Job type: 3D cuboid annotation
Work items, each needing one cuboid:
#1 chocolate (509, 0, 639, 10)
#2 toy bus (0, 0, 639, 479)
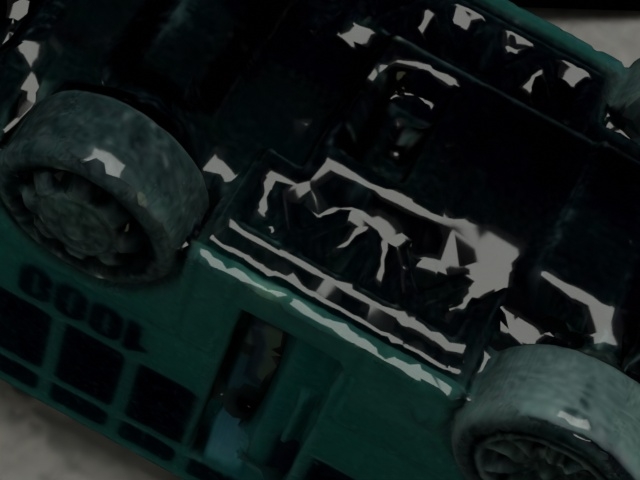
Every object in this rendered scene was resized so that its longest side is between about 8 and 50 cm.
[{"bbox_3d":[0.048,-0.309,0.608,0.383,0.384,0.331,-4,44,-12],"label":"chocolate"},{"bbox_3d":[0.000,0.000,0.491,0.256,0.147,0.128,28,56,4],"label":"toy bus"}]
